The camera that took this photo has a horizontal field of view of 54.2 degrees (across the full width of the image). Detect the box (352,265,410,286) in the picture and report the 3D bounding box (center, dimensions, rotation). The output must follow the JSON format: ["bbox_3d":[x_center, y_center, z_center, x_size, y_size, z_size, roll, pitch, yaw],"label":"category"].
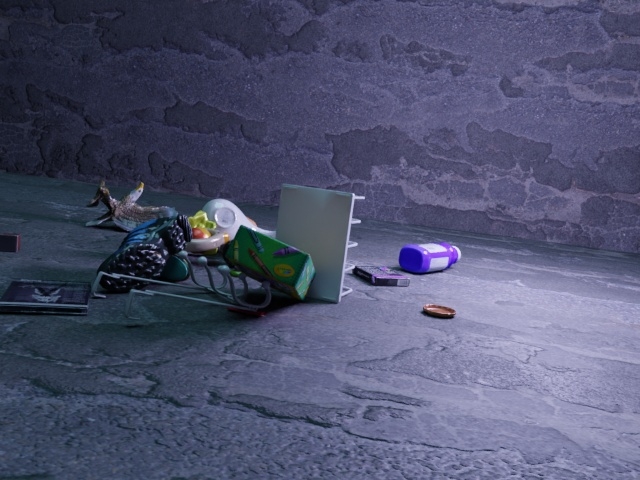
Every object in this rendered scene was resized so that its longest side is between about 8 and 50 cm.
[{"bbox_3d":[0.182,0.108,1.916,0.116,0.029,0.162,4,10,-24],"label":"box"}]

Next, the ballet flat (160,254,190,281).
[{"bbox_3d":[-0.408,0.064,1.638,0.206,0.073,0.067,15,-3,26],"label":"ballet flat"}]

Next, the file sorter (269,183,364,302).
[{"bbox_3d":[0.000,0.000,1.663,0.192,0.278,0.173,10,7,18],"label":"file sorter"}]

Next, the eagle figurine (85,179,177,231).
[{"bbox_3d":[-0.690,-0.109,2.310,0.298,0.225,0.226,34,42,-23],"label":"eagle figurine"}]

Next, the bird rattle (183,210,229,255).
[{"bbox_3d":[-0.392,-0.012,1.859,0.207,0.143,0.253,8,8,35],"label":"bird rattle"}]

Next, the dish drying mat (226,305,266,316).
[{"bbox_3d":[-0.165,0.158,1.392,0.083,0.008,0.032,9,7,19],"label":"dish drying mat"}]

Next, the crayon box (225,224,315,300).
[{"bbox_3d":[-0.106,0.059,1.438,0.165,0.081,0.278,24,-10,7],"label":"crayon box"}]

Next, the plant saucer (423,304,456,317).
[{"bbox_3d":[0.301,0.179,1.584,0.083,0.013,0.083,7,9,-1],"label":"plant saucer"}]

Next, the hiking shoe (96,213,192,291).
[{"bbox_3d":[-0.446,0.036,1.541,0.132,0.113,0.304,-2,24,30],"label":"hiking shoe"}]

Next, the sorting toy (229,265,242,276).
[{"bbox_3d":[-0.211,0.076,1.774,0.102,0.042,0.061,0,11,-37],"label":"sorting toy"}]

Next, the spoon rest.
[{"bbox_3d":[-0.257,-0.046,2.039,0.276,0.137,0.084,18,-17,-15],"label":"spoon rest"}]

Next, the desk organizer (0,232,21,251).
[{"bbox_3d":[-0.902,0.002,1.728,0.130,0.047,0.050,4,7,-15],"label":"desk organizer"}]

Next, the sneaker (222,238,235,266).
[{"bbox_3d":[-0.147,0.039,1.876,0.276,0.098,0.135,7,11,10],"label":"sneaker"}]

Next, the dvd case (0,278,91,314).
[{"bbox_3d":[-0.573,0.117,1.317,0.164,0.018,0.221,5,8,-19],"label":"dvd case"}]

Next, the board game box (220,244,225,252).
[{"bbox_3d":[-0.219,0.034,2.035,0.193,0.045,0.147,4,9,-19],"label":"board game box"}]

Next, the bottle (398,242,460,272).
[{"bbox_3d":[0.392,0.058,2.185,0.118,0.092,0.283,15,12,39],"label":"bottle"}]

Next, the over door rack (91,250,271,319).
[{"bbox_3d":[-0.302,0.089,1.369,0.324,0.108,0.239,0,7,-35],"label":"over door rack"}]

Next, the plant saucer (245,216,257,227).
[{"bbox_3d":[-0.318,-0.043,2.154,0.200,0.037,0.200,-9,-20,-3],"label":"plant saucer"}]
